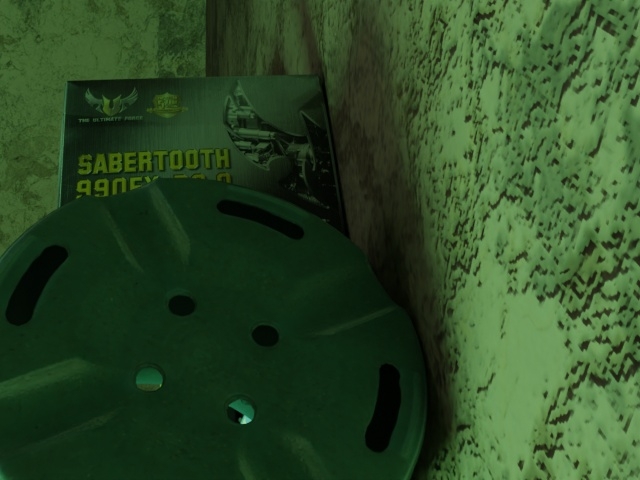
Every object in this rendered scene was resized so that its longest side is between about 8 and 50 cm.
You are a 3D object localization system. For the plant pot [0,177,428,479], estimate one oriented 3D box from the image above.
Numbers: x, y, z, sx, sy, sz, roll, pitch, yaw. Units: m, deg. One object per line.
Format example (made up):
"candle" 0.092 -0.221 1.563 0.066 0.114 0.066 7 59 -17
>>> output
"plant pot" -0.101 0.159 0.551 0.334 0.340 0.341 114 153 -48

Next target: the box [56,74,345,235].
"box" -0.104 -0.057 0.700 0.056 0.230 0.183 101 165 -59

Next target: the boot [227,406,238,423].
"boot" -0.241 0.297 1.731 0.367 0.146 0.446 -132 38 -76

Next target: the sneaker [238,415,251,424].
"sneaker" -0.046 0.270 0.875 0.086 0.085 0.237 9 96 49
